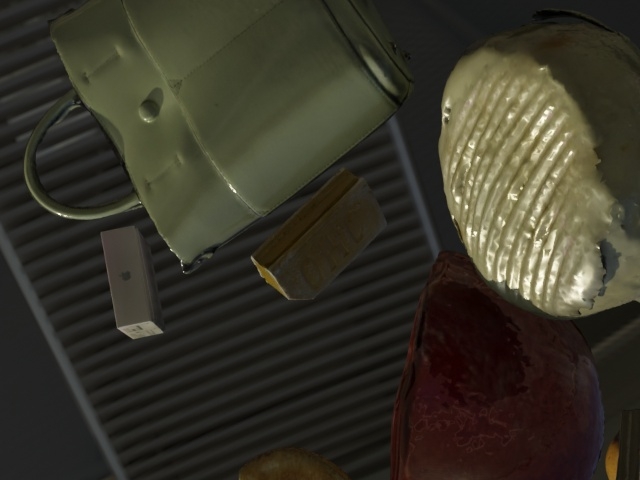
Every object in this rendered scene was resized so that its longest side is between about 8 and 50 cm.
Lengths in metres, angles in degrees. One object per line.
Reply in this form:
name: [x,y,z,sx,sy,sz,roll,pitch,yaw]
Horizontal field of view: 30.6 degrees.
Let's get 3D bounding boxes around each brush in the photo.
brush: [0.445,0.310,1.679,0.034,0.028,0.190,-9,-153,22]

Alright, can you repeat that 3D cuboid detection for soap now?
soap: [0.000,0.000,2.012,0.232,0.140,0.073,-44,-133,-13]

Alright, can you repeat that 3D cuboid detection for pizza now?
pizza: [-0.019,0.392,1.463,0.181,0.262,0.034,-2,173,23]

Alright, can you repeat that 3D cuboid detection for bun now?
bun: [0.189,-0.059,0.886,0.141,0.239,0.239,-10,-162,-27]

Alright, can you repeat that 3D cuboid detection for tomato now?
tomato: [0.160,0.167,1.014,0.170,0.309,0.309,1,-151,11]

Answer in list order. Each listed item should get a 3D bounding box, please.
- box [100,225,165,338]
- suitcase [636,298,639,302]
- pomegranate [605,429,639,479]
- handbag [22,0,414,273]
box: [-0.250,0.058,1.571,0.051,0.129,0.130,-12,169,-3]
suitcase: [0.641,-0.015,1.973,0.351,0.339,0.194,-34,-127,31]
pomegranate: [0.560,0.361,1.868,0.196,0.196,0.196,-17,-156,8]
handbag: [-0.098,-0.119,0.931,0.315,0.241,0.109,-34,170,18]
